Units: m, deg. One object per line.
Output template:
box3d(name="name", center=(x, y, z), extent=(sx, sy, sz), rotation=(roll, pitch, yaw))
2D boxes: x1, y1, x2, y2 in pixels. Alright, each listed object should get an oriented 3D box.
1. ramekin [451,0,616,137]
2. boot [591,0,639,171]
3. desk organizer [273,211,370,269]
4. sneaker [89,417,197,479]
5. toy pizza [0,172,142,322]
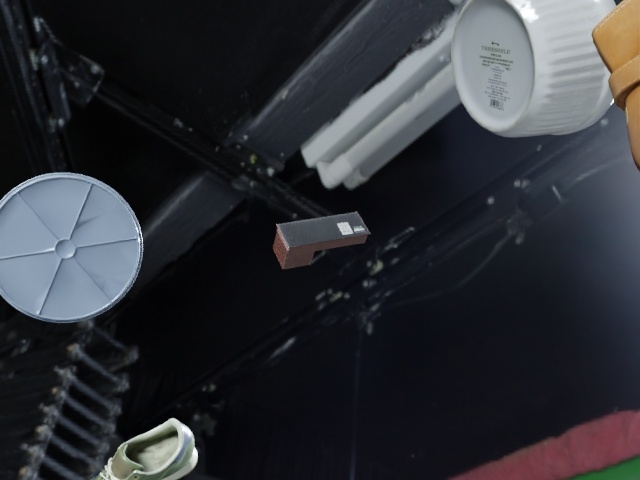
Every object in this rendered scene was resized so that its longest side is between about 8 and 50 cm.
box3d(name="ramekin", center=(0.249, -0.222, 0.861), extent=(0.109, 0.207, 0.207), rotation=(-16, -37, -21))
box3d(name="boot", center=(0.219, -0.080, 0.281), extent=(0.197, 0.152, 0.073), rotation=(-21, -39, 13))
box3d(name="desk organizer", center=(0.000, 0.000, 1.034), extent=(0.130, 0.047, 0.050), rotation=(-10, -40, -24))
box3d(name="sneaker", center=(-0.226, 0.266, 0.804), extent=(0.064, 0.192, 0.086), rotation=(42, -35, 30))
box3d(name="toy pizza", center=(-0.343, 0.010, 0.960), extent=(0.201, 0.201, 0.032), rotation=(23, -3, -18))
